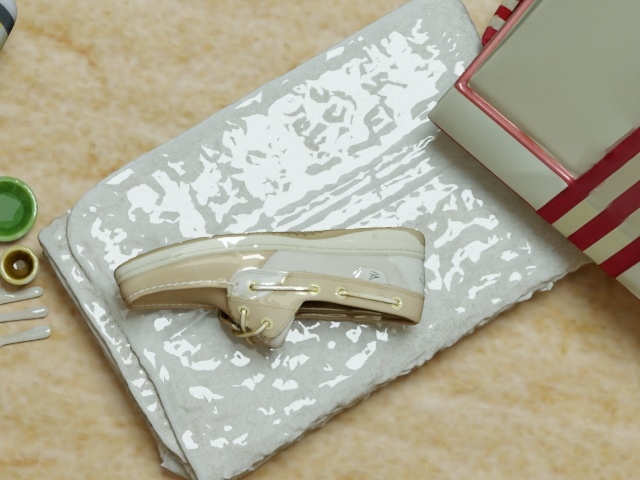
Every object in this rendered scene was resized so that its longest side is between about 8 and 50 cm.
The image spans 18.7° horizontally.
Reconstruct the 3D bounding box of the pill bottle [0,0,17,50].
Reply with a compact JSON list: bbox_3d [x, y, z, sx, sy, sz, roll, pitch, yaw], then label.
[{"bbox_3d":[-0.249,-0.073,1.056,0.103,0.103,0.184,26,79,-1],"label":"pill bottle"}]

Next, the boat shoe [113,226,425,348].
[{"bbox_3d":[-0.024,0.028,1.040,0.170,0.063,0.059,-5,78,-7],"label":"boat shoe"}]

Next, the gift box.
[{"bbox_3d":[0.249,-0.106,1.033,0.255,0.258,0.276,45,61,1],"label":"gift box"}]

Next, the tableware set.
[{"bbox_3d":[-0.231,0.020,1.093,0.154,0.024,0.104,-10,84,-5],"label":"tableware set"}]

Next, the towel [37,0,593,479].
[{"bbox_3d":[0.000,0.000,1.102,0.282,0.049,0.187,-30,88,-8],"label":"towel"}]
